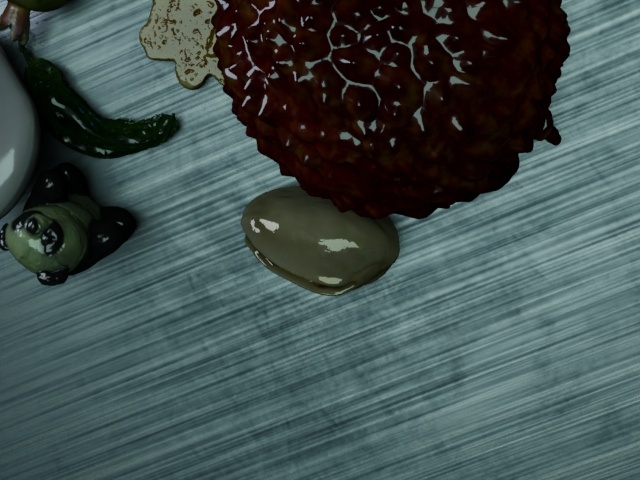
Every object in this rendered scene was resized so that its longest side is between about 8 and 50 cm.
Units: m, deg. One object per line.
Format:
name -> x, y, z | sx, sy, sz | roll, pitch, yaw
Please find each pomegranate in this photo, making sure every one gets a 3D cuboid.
pomegranate -> -0.412, -0.362, 1.630 | 0.159, 0.129, 0.129 | -42, 90, 21

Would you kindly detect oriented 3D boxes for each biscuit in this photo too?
biscuit -> -0.139, -0.284, 1.646 | 0.225, 0.036, 0.166 | 17, 99, 2

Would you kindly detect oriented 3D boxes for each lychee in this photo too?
lychee -> 0.109, -0.229, 1.440 | 0.500, 0.424, 0.424 | 17, 99, -23

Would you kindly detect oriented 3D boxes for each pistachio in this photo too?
pistachio -> 0.000, 0.000, 1.620 | 0.223, 0.126, 0.152 | 8, 64, 11

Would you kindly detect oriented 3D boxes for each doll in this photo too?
doll -> -0.349, -0.014, 1.609 | 0.143, 0.234, 0.135 | 41, 94, -6

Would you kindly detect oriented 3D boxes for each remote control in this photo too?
remote control -> -0.490, -0.158, 1.616 | 0.221, 0.103, 0.332 | -48, 54, 19

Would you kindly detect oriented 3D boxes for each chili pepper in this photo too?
chili pepper -> -0.343, -0.195, 1.670 | 0.279, 0.065, 0.122 | 33, 86, 0
